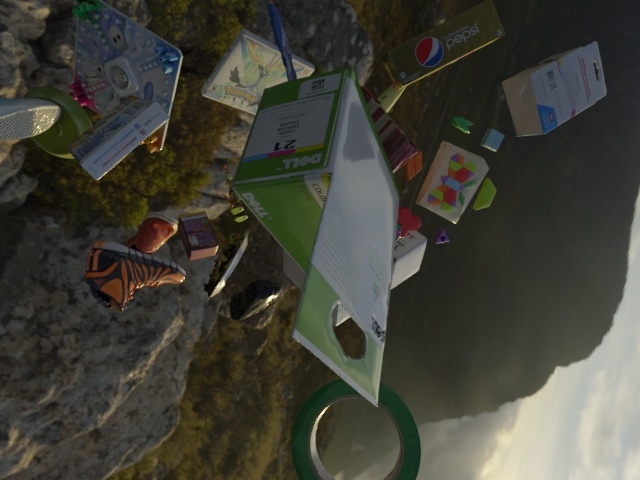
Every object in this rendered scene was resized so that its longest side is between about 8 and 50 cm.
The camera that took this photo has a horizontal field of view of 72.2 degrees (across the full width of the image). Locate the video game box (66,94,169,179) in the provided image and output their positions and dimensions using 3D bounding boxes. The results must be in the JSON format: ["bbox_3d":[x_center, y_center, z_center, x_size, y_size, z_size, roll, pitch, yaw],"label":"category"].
[{"bbox_3d":[-0.423,-0.220,0.906,0.187,0.205,0.048,-45,129,-14],"label":"video game box"}]

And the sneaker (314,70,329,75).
[{"bbox_3d":[0.016,-0.423,1.208,0.158,0.065,0.061,-53,159,-42],"label":"sneaker"}]

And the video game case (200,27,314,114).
[{"bbox_3d":[-0.234,-0.607,1.657,0.329,0.036,0.300,8,143,-43],"label":"video game case"}]

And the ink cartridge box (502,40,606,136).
[{"bbox_3d":[0.420,-0.270,0.783,0.181,0.062,0.104,-30,109,-19],"label":"ink cartridge box"}]

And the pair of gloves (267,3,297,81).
[{"bbox_3d":[-0.062,-0.324,0.810,0.198,0.023,0.159,-3,81,-86],"label":"pair of gloves"}]

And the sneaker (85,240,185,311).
[{"bbox_3d":[-0.556,0.130,1.318,0.321,0.125,0.179,27,61,-50],"label":"sneaker"}]

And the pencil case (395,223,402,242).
[{"bbox_3d":[0.128,-0.052,1.021,0.152,0.070,0.064,39,63,-31],"label":"pencil case"}]

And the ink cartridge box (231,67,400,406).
[{"bbox_3d":[0.000,0.000,0.416,0.188,0.097,0.255,55,39,-49],"label":"ink cartridge box"}]

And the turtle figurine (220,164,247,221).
[{"bbox_3d":[-0.381,-0.194,1.964,0.087,0.217,0.269,-12,151,-17],"label":"turtle figurine"}]

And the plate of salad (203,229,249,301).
[{"bbox_3d":[-0.233,0.056,1.062,0.199,0.048,0.200,-54,-168,17],"label":"plate of salad"}]

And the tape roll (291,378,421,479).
[{"bbox_3d":[0.089,0.513,1.112,0.077,0.322,0.321,57,55,-73],"label":"tape roll"}]

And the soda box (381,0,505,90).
[{"bbox_3d":[0.198,-0.317,0.718,0.061,0.181,0.058,63,2,-11],"label":"soda box"}]

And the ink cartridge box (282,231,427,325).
[{"bbox_3d":[0.112,0.053,1.471,0.395,0.285,0.166,-29,143,-28],"label":"ink cartridge box"}]

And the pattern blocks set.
[{"bbox_3d":[0.334,-0.145,1.120,0.286,0.026,0.324,7,108,-21],"label":"pattern blocks set"}]

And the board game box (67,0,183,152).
[{"bbox_3d":[-0.671,-0.544,1.467,0.389,0.390,0.050,-59,177,39],"label":"board game box"}]

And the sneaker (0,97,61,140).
[{"bbox_3d":[-0.916,-0.362,1.208,0.135,0.150,0.366,-41,179,35],"label":"sneaker"}]

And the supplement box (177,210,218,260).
[{"bbox_3d":[-0.241,-0.010,0.859,0.055,0.083,0.043,-12,155,-30],"label":"supplement box"}]

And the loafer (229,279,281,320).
[{"bbox_3d":[-0.176,0.160,1.148,0.078,0.223,0.076,3,65,-33],"label":"loafer"}]

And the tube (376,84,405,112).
[{"bbox_3d":[0.146,-0.351,1.224,0.240,0.070,0.062,-46,154,16],"label":"tube"}]

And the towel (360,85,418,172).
[{"bbox_3d":[0.046,-0.165,0.865,0.037,0.329,0.237,32,114,-30],"label":"towel"}]

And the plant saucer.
[{"bbox_3d":[-0.854,-0.369,1.408,0.037,0.241,0.240,-77,168,-55],"label":"plant saucer"}]

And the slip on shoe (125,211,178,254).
[{"bbox_3d":[-0.633,-0.006,1.631,0.123,0.331,0.101,30,47,-34],"label":"slip on shoe"}]
